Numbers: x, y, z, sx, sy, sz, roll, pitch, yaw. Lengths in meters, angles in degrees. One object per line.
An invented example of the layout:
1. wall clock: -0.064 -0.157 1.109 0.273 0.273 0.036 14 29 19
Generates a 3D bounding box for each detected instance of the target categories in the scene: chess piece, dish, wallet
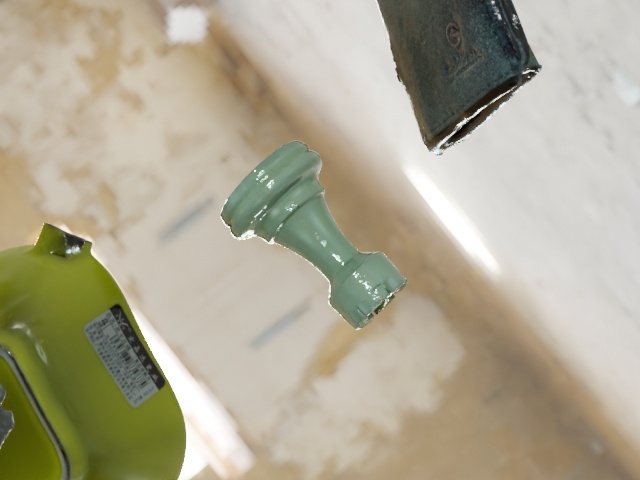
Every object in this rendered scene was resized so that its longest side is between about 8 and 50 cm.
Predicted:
1. chess piece: 0.000 0.000 1.109 0.103 0.067 0.067 45 170 8
2. dish: -0.236 0.132 1.543 0.108 0.221 0.262 -33 -75 -70
3. wallet: 0.074 -0.276 1.664 0.191 0.046 0.379 136 118 -65

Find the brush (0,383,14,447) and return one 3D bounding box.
1. brush: -0.190 0.187 0.799 0.070 0.323 0.051 1 137 23
